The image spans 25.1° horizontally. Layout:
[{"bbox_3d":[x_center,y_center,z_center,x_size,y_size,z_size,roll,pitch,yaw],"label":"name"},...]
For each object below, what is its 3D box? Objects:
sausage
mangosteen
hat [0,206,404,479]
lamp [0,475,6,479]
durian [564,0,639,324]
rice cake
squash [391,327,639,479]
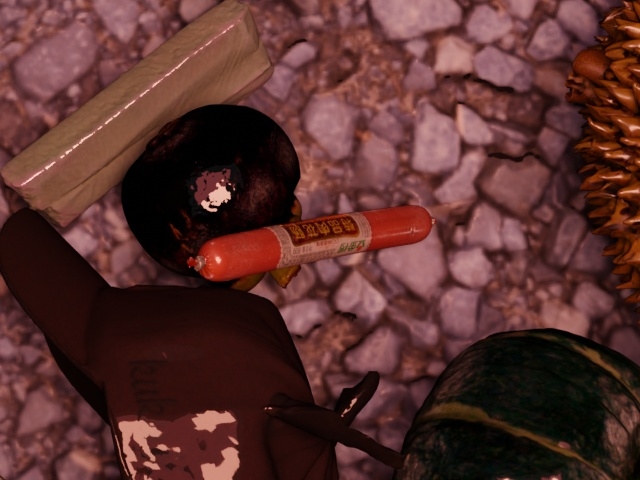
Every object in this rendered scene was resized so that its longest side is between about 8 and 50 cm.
[{"bbox_3d":[0.000,0.000,1.031,0.253,0.034,0.034,-12,78,-46],"label":"sausage"},{"bbox_3d":[-0.067,-0.025,1.055,0.137,0.137,0.151,-45,110,-10],"label":"mangosteen"},{"bbox_3d":[-0.067,0.093,0.980,0.209,0.238,0.336,-28,73,-6],"label":"hat"},{"bbox_3d":[-0.198,0.193,0.926,0.266,0.269,0.047,39,71,3],"label":"lamp"},{"bbox_3d":[0.340,-0.030,0.971,0.384,0.347,0.348,28,79,-1],"label":"durian"},{"bbox_3d":[-0.135,-0.091,1.084,0.221,0.080,0.042,-38,57,-10],"label":"rice cake"},{"bbox_3d":[0.137,0.181,0.961,0.165,0.252,0.252,16,78,19],"label":"squash"}]
